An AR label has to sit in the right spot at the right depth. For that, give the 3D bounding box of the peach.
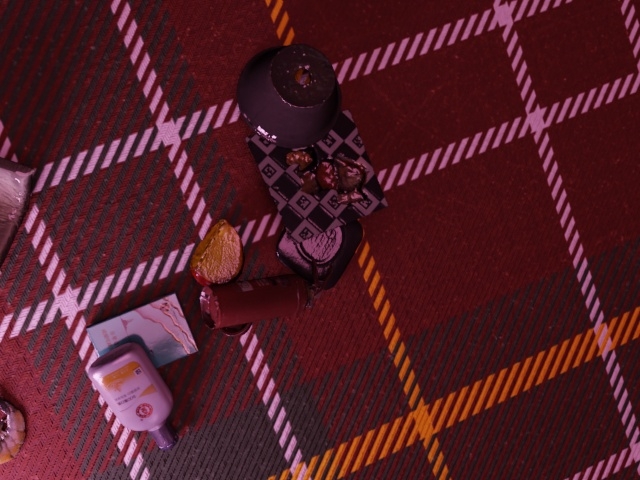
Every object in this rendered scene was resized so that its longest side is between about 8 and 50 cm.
[{"bbox_3d":[-0.255,0.035,1.851,0.127,0.092,0.172,7,84,-21],"label":"peach"}]

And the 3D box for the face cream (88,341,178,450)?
[{"bbox_3d":[-0.434,0.387,1.814,0.143,0.071,0.291,-27,115,-7],"label":"face cream"}]

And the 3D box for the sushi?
[{"bbox_3d":[-0.011,-0.161,1.901,0.292,0.059,0.294,-20,84,-19],"label":"sushi"}]

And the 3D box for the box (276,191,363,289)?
[{"bbox_3d":[0.000,0.000,1.936,0.201,0.042,0.213,34,84,-12],"label":"box"}]

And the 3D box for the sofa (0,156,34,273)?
[{"bbox_3d":[-0.758,-0.068,1.642,0.210,0.176,0.226,21,58,-13],"label":"sofa"}]

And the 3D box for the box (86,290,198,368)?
[{"bbox_3d":[-0.435,0.241,1.845,0.229,0.041,0.162,-22,100,-11],"label":"box"}]

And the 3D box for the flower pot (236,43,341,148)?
[{"bbox_3d":[-0.058,-0.369,1.812,0.268,0.166,0.269,2,82,-16],"label":"flower pot"}]

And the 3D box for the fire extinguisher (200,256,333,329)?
[{"bbox_3d":[-0.119,0.121,1.832,0.336,0.106,0.148,-8,121,-30],"label":"fire extinguisher"}]

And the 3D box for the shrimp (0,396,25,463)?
[{"bbox_3d":[-0.798,0.434,1.769,0.217,0.051,0.150,39,81,-21],"label":"shrimp"}]

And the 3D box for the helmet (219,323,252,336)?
[{"bbox_3d":[-0.202,0.203,1.891,0.089,0.057,0.111,18,62,26],"label":"helmet"}]
